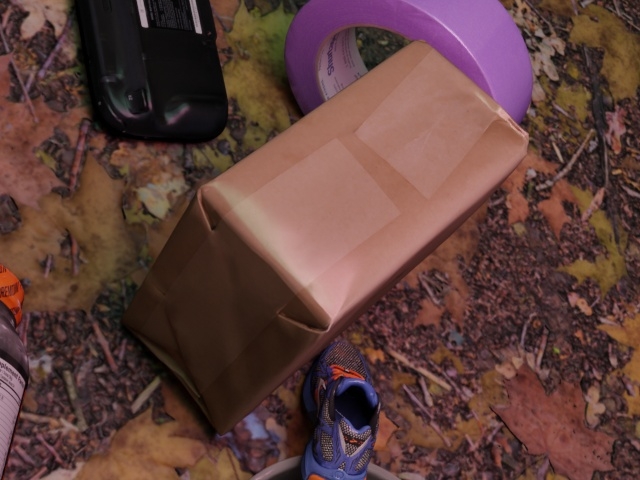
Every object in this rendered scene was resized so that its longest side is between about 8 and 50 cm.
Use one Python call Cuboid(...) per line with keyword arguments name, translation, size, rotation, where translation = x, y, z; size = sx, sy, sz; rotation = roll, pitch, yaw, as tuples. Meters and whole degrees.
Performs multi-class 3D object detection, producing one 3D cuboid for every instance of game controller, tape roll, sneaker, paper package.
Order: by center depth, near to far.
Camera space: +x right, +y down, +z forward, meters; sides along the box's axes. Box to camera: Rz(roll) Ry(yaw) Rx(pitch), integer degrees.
Cuboid(name="paper package", translation=(0.000, 0.000, 1.206), size=(0.168, 0.309, 0.325), rotation=(47, 54, 6))
Cuboid(name="sneaker", translation=(0.031, 0.169, 1.236), size=(0.083, 0.087, 0.221), rotation=(17, 27, -11))
Cuboid(name="tape roll", translation=(0.097, -0.187, 1.367), size=(0.275, 0.275, 0.090), rotation=(41, 56, -4))
Cuboid(name="game controller", translation=(-0.200, -0.260, 1.394), size=(0.166, 0.067, 0.319), rotation=(5, 64, -41))

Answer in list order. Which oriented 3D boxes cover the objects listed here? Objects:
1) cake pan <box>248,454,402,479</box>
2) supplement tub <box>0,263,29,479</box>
Cuboid(name="cake pan", translation=(0.009, 0.359, 1.190), size=(0.293, 0.054, 0.293), rotation=(11, 62, -22))
Cuboid(name="supplement tub", translation=(-0.364, 0.177, 0.999), size=(0.207, 0.207, 0.338), rotation=(18, 59, -18))
